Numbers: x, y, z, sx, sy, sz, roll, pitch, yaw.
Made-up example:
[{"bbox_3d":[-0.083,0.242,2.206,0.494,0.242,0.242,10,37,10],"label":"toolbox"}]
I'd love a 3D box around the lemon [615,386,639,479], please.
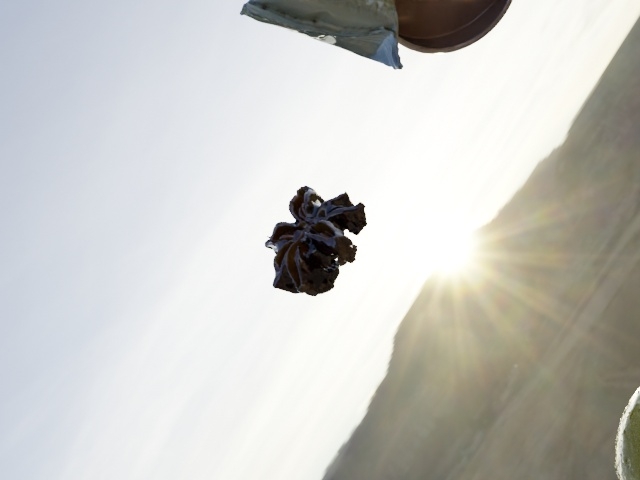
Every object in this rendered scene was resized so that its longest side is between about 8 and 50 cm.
[{"bbox_3d":[0.390,0.223,0.808,0.173,0.173,0.206,39,-107,-78],"label":"lemon"}]

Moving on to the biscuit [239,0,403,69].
[{"bbox_3d":[0.002,-0.322,0.807,0.079,0.186,0.309,-30,53,54],"label":"biscuit"}]

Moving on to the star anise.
[{"bbox_3d":[0.000,0.000,1.328,0.190,0.125,0.220,-51,28,31],"label":"star anise"}]

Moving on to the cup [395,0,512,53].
[{"bbox_3d":[0.099,-0.349,1.015,0.200,0.252,0.192,-112,15,-65],"label":"cup"}]
